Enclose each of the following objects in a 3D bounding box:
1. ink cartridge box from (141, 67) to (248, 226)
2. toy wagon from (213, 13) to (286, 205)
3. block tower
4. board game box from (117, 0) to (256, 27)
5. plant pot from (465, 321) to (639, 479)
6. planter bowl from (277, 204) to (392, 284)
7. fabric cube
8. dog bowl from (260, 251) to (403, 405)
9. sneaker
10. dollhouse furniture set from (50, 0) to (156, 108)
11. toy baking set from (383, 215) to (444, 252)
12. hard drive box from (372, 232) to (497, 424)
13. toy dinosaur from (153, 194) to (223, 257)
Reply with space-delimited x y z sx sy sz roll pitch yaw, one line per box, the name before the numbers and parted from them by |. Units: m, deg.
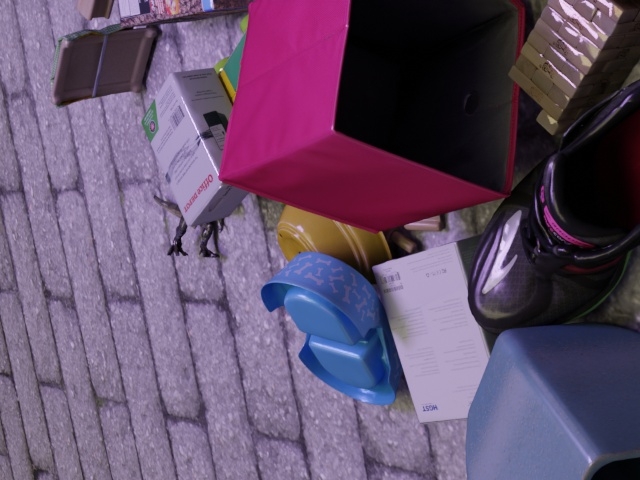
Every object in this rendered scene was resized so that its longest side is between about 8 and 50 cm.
ink cartridge box | -0.193 -0.149 1.738 0.153 0.087 0.208 -43 67 50
toy wagon | -0.093 -0.187 1.723 0.344 0.068 0.267 -47 64 48
block tower | 0.319 -0.272 1.144 0.097 0.091 0.335 51 136 30
board game box | -0.206 -0.471 1.711 0.291 0.141 0.232 6 107 51
plant pot | 0.300 0.226 1.224 0.252 0.248 0.247 -121 37 -46
planter bowl | 0.000 0.000 1.583 0.217 0.090 0.217 43 157 24
fabric cube | 0.062 -0.178 1.303 0.258 0.254 0.259 -16 62 57
dog bowl | 0.029 0.126 1.554 0.166 0.074 0.297 12 146 35
sneaker | 0.284 -0.044 1.172 0.185 0.202 0.483 60 140 21
dollhouse furniture set | -0.404 -0.411 1.942 0.151 0.198 0.301 50 136 27
toy baking set | 0.083 -0.105 1.538 0.256 0.030 0.196 30 119 28
hard drive box | 0.185 0.120 1.450 0.181 0.089 0.232 -19 86 53
toy dinosaur | -0.231 -0.029 1.965 0.268 0.064 0.118 0 87 53
